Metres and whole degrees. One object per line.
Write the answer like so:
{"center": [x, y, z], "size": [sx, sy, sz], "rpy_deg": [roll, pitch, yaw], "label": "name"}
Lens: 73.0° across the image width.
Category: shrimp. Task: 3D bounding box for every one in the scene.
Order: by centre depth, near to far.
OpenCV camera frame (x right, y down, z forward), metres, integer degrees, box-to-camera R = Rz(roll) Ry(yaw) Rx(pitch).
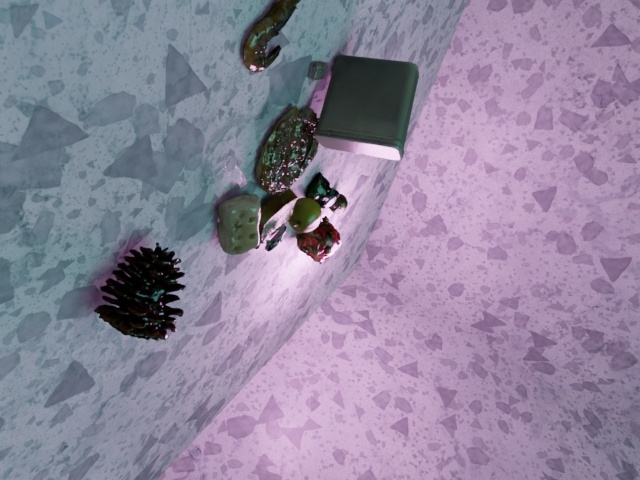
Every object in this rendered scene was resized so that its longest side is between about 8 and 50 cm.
{"center": [-0.129, -0.625, 1.293], "size": [0.296, 0.058, 0.169], "rpy_deg": [-52, 170, -8], "label": "shrimp"}

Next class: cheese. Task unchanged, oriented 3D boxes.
{"center": [-0.305, -0.053, 1.632], "size": [0.159, 0.093, 0.262], "rpy_deg": [-11, 139, -22], "label": "cheese"}

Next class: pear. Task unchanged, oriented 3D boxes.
{"center": [-0.085, -0.109, 2.113], "size": [0.180, 0.166, 0.216], "rpy_deg": [-54, -175, 43], "label": "pear"}

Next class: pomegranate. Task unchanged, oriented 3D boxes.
{"center": [0.100, -0.223, 2.578], "size": [0.122, 0.122, 0.161], "rpy_deg": [-59, -170, 4], "label": "pomegranate"}

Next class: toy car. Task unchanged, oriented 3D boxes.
{"center": [-0.194, -0.008, 1.931], "size": [0.142, 0.055, 0.069], "rpy_deg": [-49, 176, -15], "label": "toy car"}

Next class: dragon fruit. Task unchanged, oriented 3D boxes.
{"center": [-0.007, -0.010, 2.442], "size": [0.231, 0.237, 0.303], "rpy_deg": [-42, 180, 20], "label": "dragon fruit"}

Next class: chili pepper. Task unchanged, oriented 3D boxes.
{"center": [0.012, -0.233, 2.275], "size": [0.148, 0.116, 0.264], "rpy_deg": [-53, 162, -7], "label": "chili pepper"}

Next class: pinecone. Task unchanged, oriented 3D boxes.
{"center": [-0.506, 0.148, 1.268], "size": [0.291, 0.247, 0.246], "rpy_deg": [-71, 162, 5], "label": "pinecone"}

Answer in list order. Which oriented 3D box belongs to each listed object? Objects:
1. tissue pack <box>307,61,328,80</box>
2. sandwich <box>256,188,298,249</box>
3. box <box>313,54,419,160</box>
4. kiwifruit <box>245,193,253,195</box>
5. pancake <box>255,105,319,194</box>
{"center": [-0.009, -0.640, 1.632], "size": [0.083, 0.035, 0.063], "rpy_deg": [-36, 152, -52], "label": "tissue pack"}
{"center": [-0.215, -0.102, 1.897], "size": [0.251, 0.087, 0.226], "rpy_deg": [-47, 172, -33], "label": "sandwich"}
{"center": [0.190, -0.530, 1.726], "size": [0.177, 0.353, 0.343], "rpy_deg": [16, 88, -73], "label": "box"}
{"center": [-0.280, -0.129, 1.699], "size": [0.075, 0.075, 0.124], "rpy_deg": [-43, 162, -42], "label": "kiwifruit"}
{"center": [-0.119, -0.367, 1.739], "size": [0.382, 0.071, 0.382], "rpy_deg": [-49, 158, -28], "label": "pancake"}
